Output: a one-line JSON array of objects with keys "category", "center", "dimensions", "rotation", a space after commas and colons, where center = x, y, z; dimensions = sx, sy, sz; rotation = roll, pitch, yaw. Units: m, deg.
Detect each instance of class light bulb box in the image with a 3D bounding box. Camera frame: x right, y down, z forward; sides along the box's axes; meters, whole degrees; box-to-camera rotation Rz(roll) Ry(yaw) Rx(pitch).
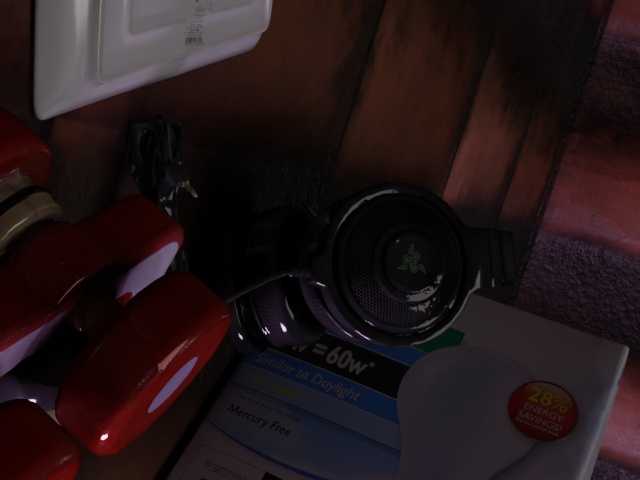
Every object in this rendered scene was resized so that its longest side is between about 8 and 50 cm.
[{"category": "light bulb box", "center": [0.081, 0.239, 1.012], "dimensions": [0.361, 0.358, 0.225], "rotation": [-58, 158, -34]}]

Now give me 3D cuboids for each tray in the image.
[{"category": "tray", "center": [-0.093, -0.175, 0.666], "dimensions": [0.270, 0.030, 0.145], "rotation": [-37, 142, -57]}]

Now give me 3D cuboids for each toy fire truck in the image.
[{"category": "toy fire truck", "center": [-0.198, 0.093, 0.493], "dimensions": [0.254, 0.169, 0.302], "rotation": [-54, 173, 35]}]

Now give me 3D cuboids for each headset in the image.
[{"category": "headset", "center": [0.000, 0.000, 0.824], "dimensions": [0.394, 0.243, 0.185], "rotation": [-1, 85, -51]}]
